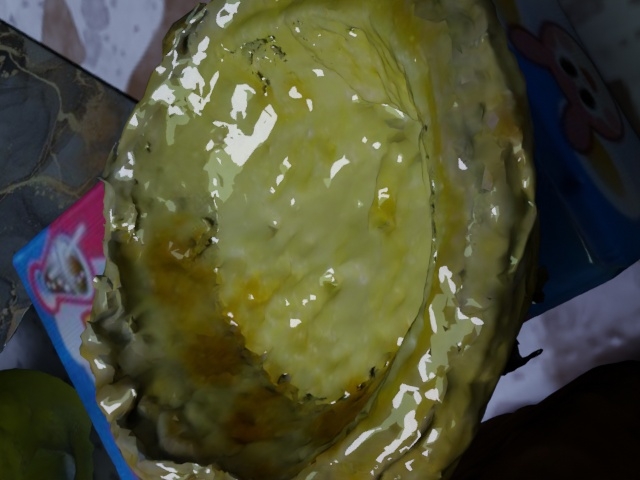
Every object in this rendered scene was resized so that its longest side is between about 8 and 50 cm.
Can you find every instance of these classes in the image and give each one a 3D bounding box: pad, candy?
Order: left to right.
[{"bbox_3d":[-0.299,-0.056,0.709,0.367,0.007,0.247,32,91,25],"label":"pad"},{"bbox_3d":[-0.004,0.002,0.530,0.306,0.100,0.157,-34,81,38],"label":"candy"}]

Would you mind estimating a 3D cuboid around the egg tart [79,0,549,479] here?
[{"bbox_3d":[0.000,0.000,0.390,0.212,0.090,0.212,-8,78,42],"label":"egg tart"}]

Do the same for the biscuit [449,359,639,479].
[{"bbox_3d":[0.127,0.249,0.358,0.166,0.342,0.395,-42,80,33],"label":"biscuit"}]

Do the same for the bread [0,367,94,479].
[{"bbox_3d":[-0.210,0.149,0.700,0.114,0.111,0.129,-24,53,46],"label":"bread"}]
